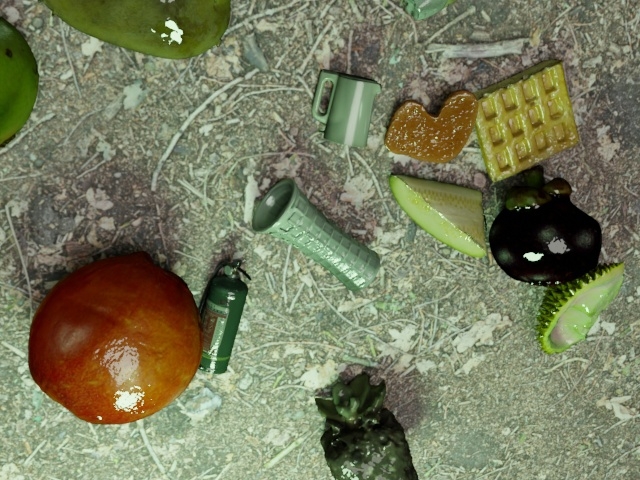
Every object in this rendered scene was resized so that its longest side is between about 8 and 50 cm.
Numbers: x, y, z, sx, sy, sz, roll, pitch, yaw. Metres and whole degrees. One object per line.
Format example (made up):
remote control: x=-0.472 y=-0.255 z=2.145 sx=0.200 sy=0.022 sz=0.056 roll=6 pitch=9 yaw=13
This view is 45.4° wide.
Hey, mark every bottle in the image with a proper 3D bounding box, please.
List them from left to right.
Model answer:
bottle: x=0.303 y=-0.567 z=1.635 sx=0.270 sy=0.083 sz=0.083 roll=-32 pitch=117 yaw=-4

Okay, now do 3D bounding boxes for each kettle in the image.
kettle: x=0.058 y=-0.290 z=1.680 sx=0.098 sy=0.127 sz=0.148 roll=-8 pitch=115 yaw=-48

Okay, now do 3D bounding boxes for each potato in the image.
potato: x=-0.334 y=-0.483 z=1.406 sx=0.359 sy=0.219 sz=0.269 roll=9 pitch=115 yaw=-17

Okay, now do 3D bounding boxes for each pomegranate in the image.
pomegranate: x=-0.694 y=-0.303 z=1.373 sx=0.310 sy=0.216 sz=0.358 roll=-37 pitch=116 yaw=4

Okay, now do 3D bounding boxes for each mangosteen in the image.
mangosteen: x=0.534 y=-0.028 z=1.846 sx=0.288 sy=0.287 sz=0.233 roll=10 pitch=143 yaw=-20

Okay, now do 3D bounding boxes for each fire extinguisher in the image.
fire extinguisher: x=-0.226 y=0.160 z=1.769 sx=0.093 sy=0.118 sz=0.294 roll=-7 pitch=118 yaw=-52

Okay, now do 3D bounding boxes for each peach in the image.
peach: x=-0.423 y=0.205 z=1.620 sx=0.373 sy=0.372 sz=0.290 roll=-32 pitch=149 yaw=-2

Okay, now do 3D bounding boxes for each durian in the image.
durian: x=0.650 y=0.182 z=1.964 sx=0.169 sy=0.158 sz=0.351 roll=18 pitch=139 yaw=10

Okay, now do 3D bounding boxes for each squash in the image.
squash: x=0.265 y=-0.051 z=1.818 sx=0.252 sy=0.093 sz=0.169 roll=9 pitch=64 yaw=-20

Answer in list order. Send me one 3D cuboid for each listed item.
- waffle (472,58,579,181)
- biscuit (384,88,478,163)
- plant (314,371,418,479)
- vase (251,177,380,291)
waffle: x=0.483 y=-0.284 z=1.819 sx=0.248 sy=0.055 sz=0.221 roll=-25 pitch=116 yaw=-6
biscuit: x=0.254 y=-0.270 z=1.746 sx=0.192 sy=0.036 sz=0.186 roll=11 pitch=121 yaw=-13
plant: x=0.108 y=0.504 z=1.942 sx=0.215 sy=0.213 sz=0.312 roll=-19 pitch=106 yaw=-7
vase: x=0.000 y=0.000 z=1.749 sx=0.299 sy=0.143 sz=0.143 roll=37 pitch=97 yaw=-28
